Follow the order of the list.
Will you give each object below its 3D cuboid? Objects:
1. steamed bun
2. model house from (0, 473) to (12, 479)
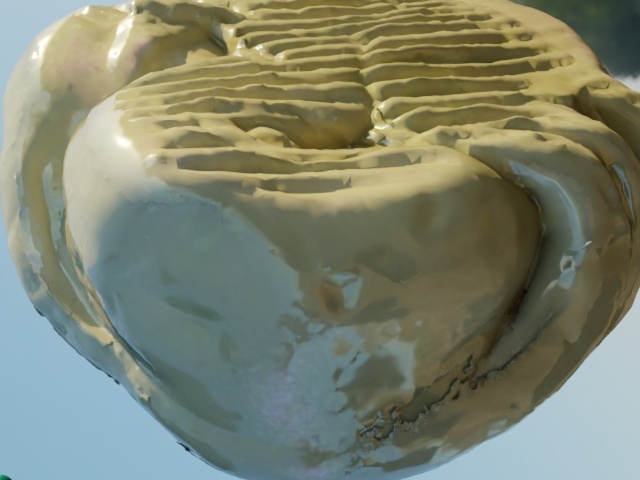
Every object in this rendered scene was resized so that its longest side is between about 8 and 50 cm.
[{"bbox_3d":[0.000,0.000,0.985,0.339,0.247,0.352,-11,-145,-32],"label":"steamed bun"},{"bbox_3d":[-0.160,0.204,0.977,0.127,0.100,0.149,43,173,5],"label":"model house"}]
